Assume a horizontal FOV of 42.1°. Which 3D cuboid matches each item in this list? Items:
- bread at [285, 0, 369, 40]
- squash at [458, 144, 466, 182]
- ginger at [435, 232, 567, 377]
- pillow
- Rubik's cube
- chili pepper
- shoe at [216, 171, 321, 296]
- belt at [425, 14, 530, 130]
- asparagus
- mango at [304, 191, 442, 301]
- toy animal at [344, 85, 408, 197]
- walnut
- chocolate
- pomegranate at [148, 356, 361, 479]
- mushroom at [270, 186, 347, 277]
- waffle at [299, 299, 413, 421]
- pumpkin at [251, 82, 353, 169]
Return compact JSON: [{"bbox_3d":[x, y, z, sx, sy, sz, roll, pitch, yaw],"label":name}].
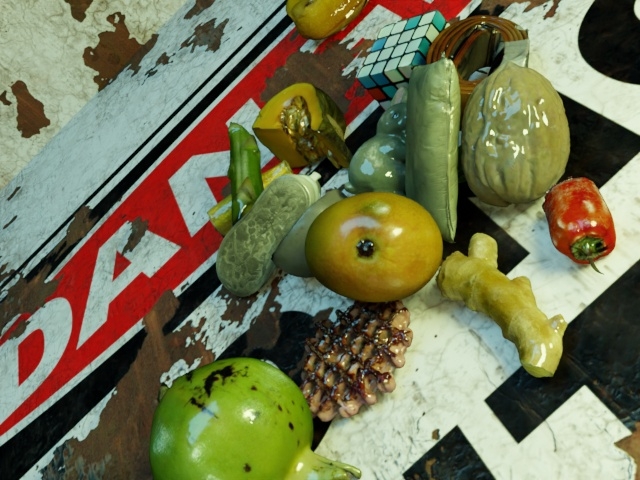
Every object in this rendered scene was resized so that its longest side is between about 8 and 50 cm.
[{"bbox_3d":[0.033,-0.648,2.191,0.270,0.142,0.195,-52,35,-3],"label":"bread"},{"bbox_3d":[0.311,-0.176,1.435,0.219,0.068,0.077,-39,41,15],"label":"squash"},{"bbox_3d":[0.262,0.096,1.209,0.118,0.065,0.299,-47,35,12],"label":"ginger"},{"bbox_3d":[0.186,-0.155,1.386,0.185,0.075,0.302,-146,54,-76],"label":"pillow"},{"bbox_3d":[0.195,-0.347,1.678,0.155,0.151,0.154,-4,54,46],"label":"Rubik's cube"},{"bbox_3d":[0.373,-0.012,1.178,0.086,0.084,0.192,-48,24,30],"label":"chili pepper"},{"bbox_3d":[-0.090,-0.027,1.694,0.316,0.124,0.159,-50,-4,34],"label":"shoe"},{"bbox_3d":[0.285,-0.310,1.514,0.184,0.105,0.261,18,47,22],"label":"belt"},{"bbox_3d":[-0.165,-0.150,1.827,0.085,0.082,0.343,-9,46,2],"label":"asparagus"},{"bbox_3d":[0.079,0.011,1.359,0.317,0.211,0.173,170,95,-82],"label":"mango"},{"bbox_3d":[0.138,-0.188,1.541,0.125,0.127,0.251,-4,67,54],"label":"toy animal"},{"bbox_3d":[0.307,-0.169,1.317,0.178,0.178,0.230,-2,90,48],"label":"walnut"},{"bbox_3d":[-0.154,-0.100,1.884,0.219,0.085,0.086,-39,33,13],"label":"chocolate"},{"bbox_3d":[-0.106,0.314,1.260,0.340,0.260,0.260,15,63,20],"label":"pomegranate"},{"bbox_3d":[0.000,0.000,1.570,0.188,0.141,0.117,-46,66,6],"label":"mushroom"},{"bbox_3d":[0.056,0.189,1.359,0.234,0.055,0.221,-28,37,34],"label":"waffle"},{"bbox_3d":[-0.044,-0.227,1.836,0.190,0.139,0.280,-31,33,16],"label":"pumpkin"}]
